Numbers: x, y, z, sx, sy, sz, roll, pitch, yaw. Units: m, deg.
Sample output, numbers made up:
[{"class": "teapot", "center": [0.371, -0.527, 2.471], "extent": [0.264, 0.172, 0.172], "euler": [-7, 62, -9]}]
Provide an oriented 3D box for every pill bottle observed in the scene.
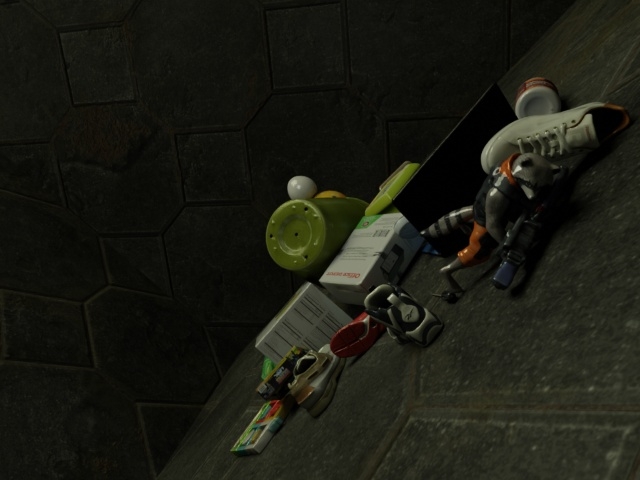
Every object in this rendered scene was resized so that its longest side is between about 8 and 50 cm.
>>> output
[{"class": "pill bottle", "center": [0.637, -0.411, 1.630], "extent": [0.121, 0.121, 0.221], "euler": [-46, 5, 32]}]

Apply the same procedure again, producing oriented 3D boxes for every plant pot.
[{"class": "plant pot", "center": [0.000, 0.000, 1.942], "extent": [0.366, 0.366, 0.353], "euler": [-47, -26, 17]}, {"class": "plant pot", "center": [0.298, -0.115, 1.884], "extent": [0.227, 0.207, 0.228], "euler": [-51, 4, -28]}]

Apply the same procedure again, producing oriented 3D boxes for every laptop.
[{"class": "laptop", "center": [0.366, -0.169, 1.522], "extent": [0.382, 0.408, 0.236], "euler": [-50, 37, -1]}]

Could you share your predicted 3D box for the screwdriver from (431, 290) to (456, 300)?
[{"class": "screwdriver", "center": [0.272, 0.125, 1.235], "extent": [0.024, 0.025, 0.170], "euler": [-50, -5, -5]}]

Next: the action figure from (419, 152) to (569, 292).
[{"class": "action figure", "center": [0.325, -0.036, 1.066], "extent": [0.341, 0.179, 0.330], "euler": [-47, -8, -40]}]

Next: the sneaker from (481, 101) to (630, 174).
[{"class": "sneaker", "center": [0.465, -0.207, 1.099], "extent": [0.290, 0.105, 0.123], "euler": [-24, 12, 0]}]

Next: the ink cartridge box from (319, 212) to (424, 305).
[{"class": "ink cartridge box", "center": [0.160, 0.059, 1.735], "extent": [0.211, 0.121, 0.289], "euler": [-1, 47, 54]}]

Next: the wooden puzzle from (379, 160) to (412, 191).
[{"class": "wooden puzzle", "center": [0.312, -0.149, 2.104], "extent": [0.044, 0.238, 0.221], "euler": [12, 42, 38]}]

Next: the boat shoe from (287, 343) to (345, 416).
[{"class": "boat shoe", "center": [-0.010, 0.347, 1.496], "extent": [0.113, 0.103, 0.302], "euler": [-47, 4, 14]}]

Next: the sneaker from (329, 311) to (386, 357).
[{"class": "sneaker", "center": [0.127, 0.226, 1.482], "extent": [0.221, 0.087, 0.128], "euler": [-35, -2, 12]}]

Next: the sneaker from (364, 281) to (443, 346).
[{"class": "sneaker", "center": [0.157, 0.149, 1.204], "extent": [0.094, 0.153, 0.235], "euler": [-48, 3, -3]}]

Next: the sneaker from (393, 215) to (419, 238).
[{"class": "sneaker", "center": [0.284, -0.076, 1.648], "extent": [0.258, 0.091, 0.094], "euler": [-20, -38, -46]}]

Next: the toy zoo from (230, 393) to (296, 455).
[{"class": "toy zoo", "center": [-0.170, 0.564, 1.689], "extent": [0.192, 0.030, 0.293], "euler": [-51, 5, -33]}]

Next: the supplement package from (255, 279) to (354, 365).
[{"class": "supplement package", "center": [-0.052, 0.294, 1.804], "extent": [0.262, 0.198, 0.199], "euler": [-49, 3, -4]}]

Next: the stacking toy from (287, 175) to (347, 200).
[{"class": "stacking toy", "center": [0.053, -0.082, 2.253], "extent": [0.350, 0.480, 0.350], "euler": [-48, 3, 4]}]

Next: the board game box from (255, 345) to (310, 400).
[{"class": "board game box", "center": [-0.096, 0.392, 1.625], "extent": [0.170, 0.048, 0.141], "euler": [-49, -22, -1]}]

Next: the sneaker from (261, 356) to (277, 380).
[{"class": "sneaker", "center": [-0.147, 0.473, 2.022], "extent": [0.295, 0.110, 0.123], "euler": [152, 135, -74]}]
